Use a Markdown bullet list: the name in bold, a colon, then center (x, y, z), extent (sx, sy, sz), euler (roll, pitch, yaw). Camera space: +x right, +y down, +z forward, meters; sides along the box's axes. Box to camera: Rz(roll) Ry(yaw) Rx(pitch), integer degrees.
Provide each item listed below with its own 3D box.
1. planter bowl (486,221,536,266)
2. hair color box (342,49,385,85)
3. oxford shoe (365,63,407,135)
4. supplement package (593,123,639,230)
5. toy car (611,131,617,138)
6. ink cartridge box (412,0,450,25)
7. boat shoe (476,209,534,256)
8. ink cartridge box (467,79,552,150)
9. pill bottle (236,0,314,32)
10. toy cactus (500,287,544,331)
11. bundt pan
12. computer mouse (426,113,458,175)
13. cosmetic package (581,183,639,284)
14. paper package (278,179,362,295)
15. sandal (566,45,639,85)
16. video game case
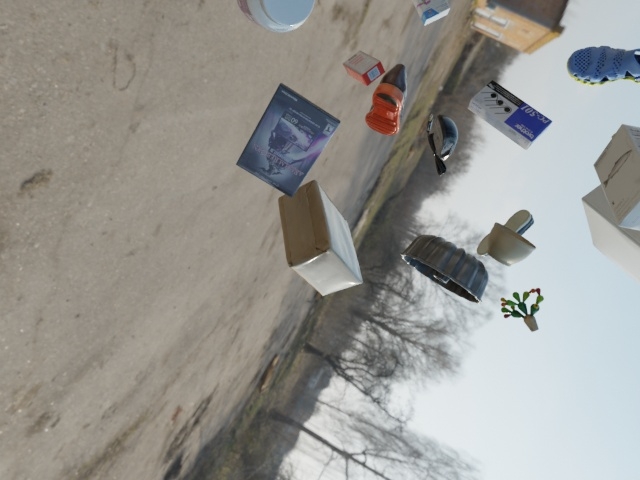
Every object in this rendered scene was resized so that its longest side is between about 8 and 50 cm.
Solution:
- **planter bowl**: center (0.658, 0.024, 1.670), extent (0.109, 0.162, 0.162), euler (-61, 174, 18)
- **hair color box**: center (0.131, -0.526, 1.441), extent (0.072, 0.141, 0.043), euler (-37, 131, 3)
- **oxford shoe**: center (0.182, -0.354, 1.227), extent (0.271, 0.097, 0.098), euler (105, 10, -81)
- **supplement package**: center (0.595, -0.113, 0.863), extent (0.105, 0.105, 0.179), euler (100, 1, -46)
- **toy car**: center (1.109, -0.275, 1.652), extent (0.225, 0.239, 0.053), euler (-53, 152, -10)
- **ink cartridge box**: center (0.367, -0.807, 1.593), extent (0.088, 0.122, 0.052), euler (-26, 179, 3)
- **boat shoe**: center (0.741, -0.017, 1.893), extent (0.254, 0.079, 0.095), euler (-45, -143, 7)
- **ink cartridge box**: center (0.528, -0.353, 1.326), extent (0.097, 0.207, 0.046), euler (-43, 163, -14)
- **pill bottle**: center (-0.115, -0.623, 1.202), extent (0.169, 0.169, 0.301), euler (-64, -153, 19)
- **toy cactus**: center (0.874, 0.303, 2.024), extent (0.112, 0.180, 0.219), euler (-13, 164, -46)
- **bundt pan**: center (0.459, 0.089, 1.696), extent (0.124, 0.331, 0.331), euler (-56, 173, -4)
- **computer mouse**: center (0.390, -0.344, 1.510), extent (0.262, 0.060, 0.184), euler (66, 13, -65)
- **cosmetic package**: center (1.055, -0.074, 1.368), extent (0.393, 0.327, 0.329), euler (-39, 138, 10)
- **paper package**: center (0.000, 0.000, 1.705), extent (0.325, 0.168, 0.309), euler (47, 27, -54)
- **sandal**: center (0.915, -0.535, 1.416), extent (0.138, 0.317, 0.126), euler (16, 83, -73)
- **video game case**: center (-0.097, -0.280, 1.362), extent (0.274, 0.196, 0.026), euler (-55, -168, 26)
